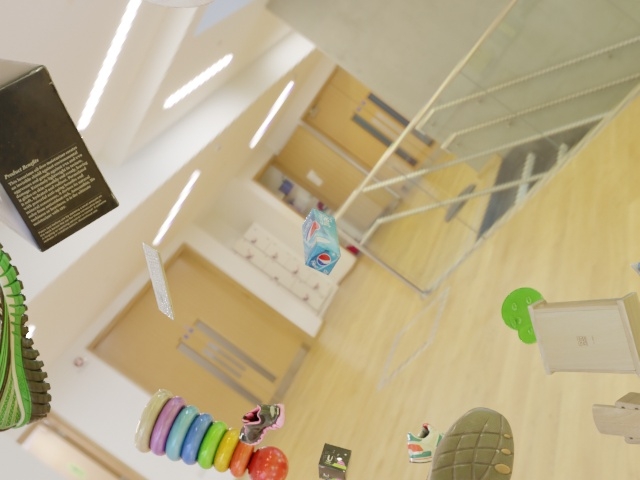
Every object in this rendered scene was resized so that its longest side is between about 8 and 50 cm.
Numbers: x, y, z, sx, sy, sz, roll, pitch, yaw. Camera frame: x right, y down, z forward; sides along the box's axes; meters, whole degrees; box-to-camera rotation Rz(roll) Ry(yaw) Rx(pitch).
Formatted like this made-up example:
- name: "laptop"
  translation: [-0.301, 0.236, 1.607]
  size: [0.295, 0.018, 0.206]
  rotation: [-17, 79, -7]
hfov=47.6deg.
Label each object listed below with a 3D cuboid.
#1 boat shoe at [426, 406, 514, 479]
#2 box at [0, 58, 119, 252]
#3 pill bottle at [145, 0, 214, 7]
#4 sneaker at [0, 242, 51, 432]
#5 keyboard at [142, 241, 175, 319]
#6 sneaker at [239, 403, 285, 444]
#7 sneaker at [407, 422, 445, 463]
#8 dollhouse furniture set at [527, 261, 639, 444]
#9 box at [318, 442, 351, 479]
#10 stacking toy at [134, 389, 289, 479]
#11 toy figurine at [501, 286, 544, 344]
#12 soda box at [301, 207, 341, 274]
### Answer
- name: "boat shoe"
  translation: [0.199, 0.407, 1.111]
  size: [0.324, 0.123, 0.116]
  rotation: [-59, -8, -27]
- name: "box"
  translation: [-0.576, -0.171, 1.379]
  size: [0.182, 0.294, 0.296]
  rotation: [-36, 33, -26]
- name: "pill bottle"
  translation: [-0.104, -0.350, 0.600]
  size: [0.160, 0.160, 0.283]
  rotation: [134, 151, -67]
- name: "sneaker"
  translation: [-0.515, 0.127, 1.073]
  size: [0.146, 0.344, 0.134]
  rotation: [-18, 5, -41]
- name: "keyboard"
  translation: [-0.456, 0.116, 2.041]
  size: [0.014, 0.072, 0.256]
  rotation: [-39, -40, -37]
- name: "sneaker"
  translation: [-0.106, 0.290, 1.157]
  size: [0.119, 0.057, 0.047]
  rotation: [-46, 41, 39]
- name: "sneaker"
  translation: [0.254, 0.425, 1.554]
  size: [0.161, 0.075, 0.057]
  rotation: [-7, -11, -27]
- name: "dollhouse furniture set"
  translation: [0.590, 0.182, 1.363]
  size: [0.303, 0.287, 0.198]
  rotation: [-18, 4, -35]
- name: "box"
  translation: [0.031, 0.476, 1.539]
  size: [0.083, 0.062, 0.052]
  rotation: [89, -162, -52]
- name: "stacking toy"
  translation: [-0.224, 0.440, 1.559]
  size: [0.141, 0.330, 0.141]
  rotation: [19, -90, -82]
- name: "toy figurine"
  translation: [0.612, 0.238, 2.056]
  size: [0.130, 0.159, 0.173]
  rotation: [-30, 49, 25]
- name: "soda box"
  translation: [0.000, 0.000, 1.893]
  size: [0.067, 0.071, 0.210]
  rotation: [-58, 18, 23]
